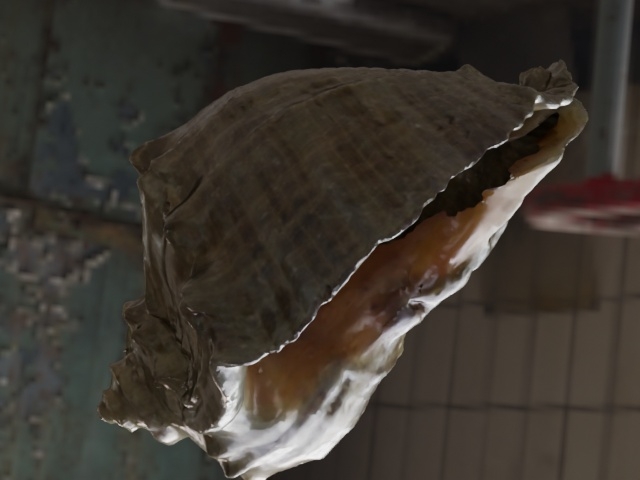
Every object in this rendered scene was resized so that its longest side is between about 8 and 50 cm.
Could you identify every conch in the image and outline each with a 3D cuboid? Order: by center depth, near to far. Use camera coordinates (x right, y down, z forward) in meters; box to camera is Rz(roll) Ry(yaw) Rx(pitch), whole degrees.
[{"bbox_3d":[-0.015,-0.010,1.093,0.210,0.352,0.297,38,-176,4],"label":"conch"}]
